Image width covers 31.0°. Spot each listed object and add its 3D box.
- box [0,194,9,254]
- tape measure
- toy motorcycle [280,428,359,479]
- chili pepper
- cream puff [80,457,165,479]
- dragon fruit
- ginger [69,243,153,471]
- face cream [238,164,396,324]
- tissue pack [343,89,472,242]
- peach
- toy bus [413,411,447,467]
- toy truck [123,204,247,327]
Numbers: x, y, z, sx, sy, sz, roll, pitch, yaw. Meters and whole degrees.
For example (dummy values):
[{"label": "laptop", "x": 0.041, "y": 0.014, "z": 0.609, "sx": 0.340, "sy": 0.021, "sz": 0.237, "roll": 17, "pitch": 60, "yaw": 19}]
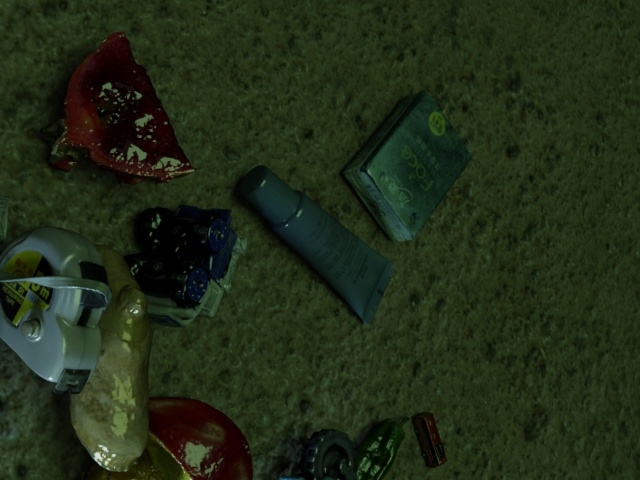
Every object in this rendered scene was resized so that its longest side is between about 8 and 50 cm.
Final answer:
[{"label": "box", "x": -0.552, "y": -0.022, "z": 1.715, "sx": 0.178, "sy": 0.036, "sz": 0.115, "roll": 8, "pitch": 80, "yaw": -38}, {"label": "tape measure", "x": -0.398, "y": 0.079, "z": 1.683, "sx": 0.120, "sy": 0.236, "sz": 0.197, "roll": 15, "pitch": 105, "yaw": -56}, {"label": "toy motorcycle", "x": 0.052, "y": 0.541, "z": 2.033, "sx": 0.232, "sy": 0.172, "sz": 0.416, "roll": -46, "pitch": 121, "yaw": -40}, {"label": "chili pepper", "x": 0.114, "y": 0.387, "z": 2.175, "sx": 0.072, "sy": 0.073, "sz": 0.204, "roll": 43, "pitch": 57, "yaw": -10}, {"label": "cream puff", "x": -0.302, "y": 0.390, "z": 1.797, "sx": 0.103, "sy": 0.144, "sz": 0.126, "roll": -72, "pitch": 148, "yaw": -40}, {"label": "dragon fruit", "x": -0.348, "y": -0.179, "z": 1.855, "sx": 0.212, "sy": 0.134, "sz": 0.262, "roll": -20, "pitch": 81, "yaw": -27}, {"label": "ginger", "x": -0.323, "y": 0.175, "z": 1.764, "sx": 0.126, "sy": 0.190, "sz": 0.353, "roll": 4, "pitch": 77, "yaw": -50}, {"label": "face cream", "x": 0.000, "y": 0.000, "z": 2.128, "sx": 0.385, "sy": 0.086, "sz": 0.135, "roll": 42, "pitch": 63, "yaw": -33}, {"label": "tissue pack", "x": 0.176, "y": -0.148, "z": 2.286, "sx": 0.185, "sy": 0.081, "sz": 0.257, "roll": 52, "pitch": 55, "yaw": -21}, {"label": "peach", "x": -0.203, "y": 0.343, "z": 1.877, "sx": 0.154, "sy": 0.159, "sz": 0.267, "roll": -40, "pitch": 107, "yaw": -41}, {"label": "toy bus", "x": 0.216, "y": 0.392, "z": 2.268, "sx": 0.031, "sy": 0.043, "sz": 0.110, "roll": -24, "pitch": 99, "yaw": -39}, {"label": "toy truck", "x": -0.219, "y": 0.045, "z": 1.918, "sx": 0.177, "sy": 0.161, "sz": 0.213, "roll": 50, "pitch": 54, "yaw": -50}]
